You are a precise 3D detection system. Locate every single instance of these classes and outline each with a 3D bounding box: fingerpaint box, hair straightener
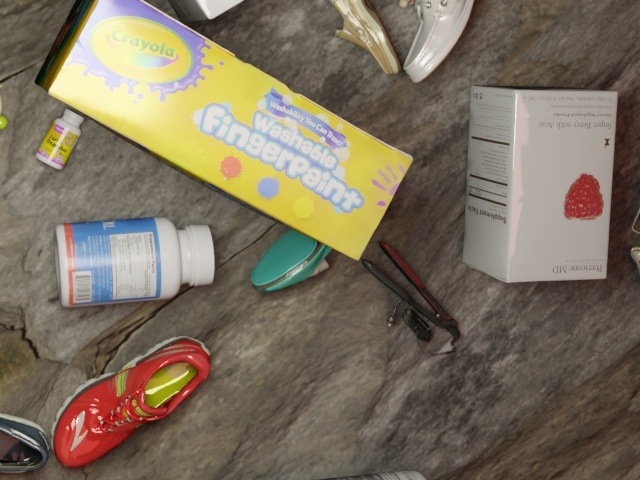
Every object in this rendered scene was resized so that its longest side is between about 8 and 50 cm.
[{"bbox_3d":[-0.149,-0.163,1.626,0.445,0.371,0.163,28,90,-19],"label":"fingerpaint box"},{"bbox_3d":[0.141,0.108,1.930,0.089,0.047,0.230,-44,112,-5],"label":"hair straightener"}]

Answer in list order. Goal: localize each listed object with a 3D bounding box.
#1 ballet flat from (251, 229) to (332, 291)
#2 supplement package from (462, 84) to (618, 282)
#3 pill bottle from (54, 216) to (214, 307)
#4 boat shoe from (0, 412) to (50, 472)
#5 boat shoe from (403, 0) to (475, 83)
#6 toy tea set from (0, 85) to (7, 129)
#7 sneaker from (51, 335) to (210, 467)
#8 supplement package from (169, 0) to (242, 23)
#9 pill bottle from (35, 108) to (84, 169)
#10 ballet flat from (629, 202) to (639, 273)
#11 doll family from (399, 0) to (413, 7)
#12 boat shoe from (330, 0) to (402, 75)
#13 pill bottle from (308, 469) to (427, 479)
[{"bbox_3d":[0.000,0.000,1.849,0.247,0.083,0.087,-49,133,-3],"label":"ballet flat"},{"bbox_3d":[0.341,-0.093,1.878,0.178,0.175,0.293,-2,100,-17],"label":"supplement package"},{"bbox_3d":[-0.272,0.029,1.751,0.222,0.124,0.124,-4,100,-16],"label":"pill bottle"},{"bbox_3d":[-0.522,0.289,1.745,0.255,0.079,0.095,19,94,-18],"label":"boat shoe"},{"bbox_3d":[0.183,-0.374,1.834,0.096,0.098,0.277,30,81,-18],"label":"boat shoe"},{"bbox_3d":[-0.598,-0.207,1.617,0.336,0.124,0.200,37,88,-18],"label":"toy tea set"},{"bbox_3d":[-0.283,0.240,1.784,0.279,0.118,0.107,-38,106,-7],"label":"sneaker"},{"bbox_3d":[-0.151,-0.391,1.653,0.139,0.244,0.134,-32,105,-8],"label":"supplement package"},{"bbox_3d":[-0.375,-0.148,1.734,0.043,0.043,0.083,28,90,-18],"label":"pill bottle"},{"bbox_3d":[0.557,-0.001,2.023,0.067,0.073,0.206,6,95,11],"label":"ballet flat"},{"bbox_3d":[0.094,-0.472,1.759,0.163,0.118,0.263,-5,98,-57],"label":"doll family"},{"bbox_3d":[0.053,-0.327,1.823,0.072,0.068,0.190,-30,95,4],"label":"boat shoe"},{"bbox_3d":[-0.006,0.473,1.857,0.361,0.204,0.204,-2,100,-16],"label":"pill bottle"}]
